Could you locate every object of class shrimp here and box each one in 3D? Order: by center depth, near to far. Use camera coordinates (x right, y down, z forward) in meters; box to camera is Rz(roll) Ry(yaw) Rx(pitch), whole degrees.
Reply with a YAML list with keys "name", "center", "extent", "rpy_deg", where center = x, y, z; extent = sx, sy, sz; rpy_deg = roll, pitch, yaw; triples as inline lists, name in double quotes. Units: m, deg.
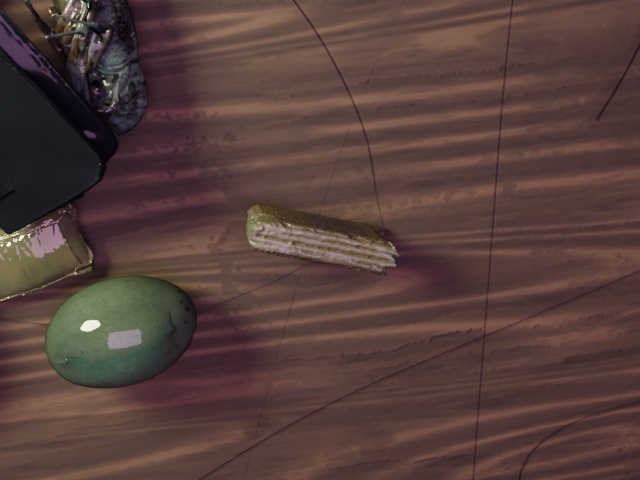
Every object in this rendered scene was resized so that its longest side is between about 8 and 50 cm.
- name: "shrimp"
  center: [-0.341, -0.326, 1.485]
  extent: [0.137, 0.172, 0.372]
  rpy_deg: [-22, 105, -4]

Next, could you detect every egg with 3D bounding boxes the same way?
- name: "egg"
  center: [-0.308, 0.141, 1.622]
  extent: [0.237, 0.169, 0.169]
  rpy_deg: [-17, 107, 0]

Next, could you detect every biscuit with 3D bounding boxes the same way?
- name: "biscuit"
  center: [0.000, 0.000, 1.660]
  extent: [0.239, 0.108, 0.061]
  rpy_deg: [10, 106, -11]

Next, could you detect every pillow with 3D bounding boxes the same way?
- name: "pillow"
  center: [-0.457, 0.026, 1.628]
  extent: [0.208, 0.053, 0.119]
  rpy_deg: [-21, 111, -2]

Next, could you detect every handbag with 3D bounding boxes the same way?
- name: "handbag"
  center: [-0.475, -0.172, 1.462]
  extent: [0.269, 0.118, 0.325]
  rpy_deg: [-26, 120, 24]
